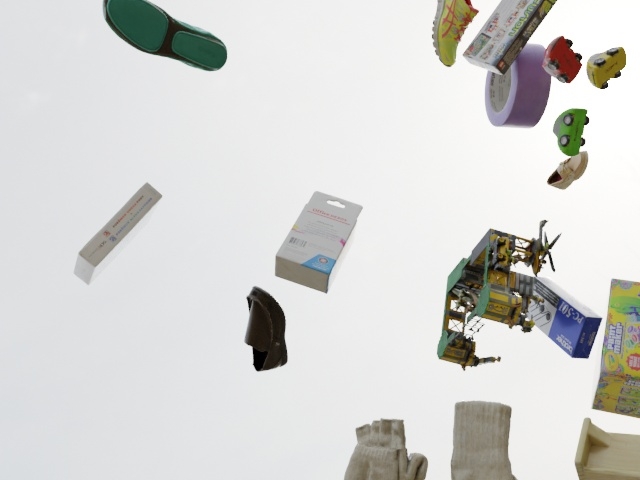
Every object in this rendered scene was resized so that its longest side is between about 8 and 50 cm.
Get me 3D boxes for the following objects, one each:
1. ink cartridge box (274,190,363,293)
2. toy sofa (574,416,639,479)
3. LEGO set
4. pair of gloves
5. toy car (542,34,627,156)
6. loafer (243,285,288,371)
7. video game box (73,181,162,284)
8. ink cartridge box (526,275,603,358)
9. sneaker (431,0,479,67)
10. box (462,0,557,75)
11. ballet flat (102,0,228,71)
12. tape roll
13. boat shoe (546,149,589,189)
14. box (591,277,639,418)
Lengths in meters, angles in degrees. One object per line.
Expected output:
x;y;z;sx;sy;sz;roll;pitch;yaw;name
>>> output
0.000;0.000;1.398;0.104;0.181;0.061;19;-40;12;ink cartridge box
0.776;0.524;1.734;0.363;0.150;0.177;-3;-57;31;toy sofa
0.381;0.129;1.553;0.192;0.254;0.331;15;-40;-5;LEGO set
0.135;0.308;0.937;0.240;0.204;0.042;-17;-30;32;pair of gloves
0.495;-0.278;1.498;0.239;0.053;0.224;-4;-72;-35;toy car
-0.119;0.194;1.597;0.078;0.080;0.220;-34;-51;-33;loafer
-0.395;-0.009;1.483;0.187;0.048;0.205;-49;6;-23;video game box
0.514;0.161;1.644;0.046;0.207;0.097;6;-70;-19;ink cartridge box
0.306;-0.492;1.709;0.081;0.094;0.208;-15;-70;-62;sneaker
0.404;-0.457;1.626;0.036;0.114;0.207;33;-85;-39;box
-0.280;-0.360;1.341;0.247;0.087;0.083;17;-84;-39;ballet flat
0.437;-0.345;1.706;0.080;0.189;0.189;1;-41;-9;tape roll
0.684;-0.193;2.125;0.059;0.063;0.170;6;-30;-10;boat shoe
0.866;0.305;2.124;0.177;0.289;0.279;8;-29;19;box
